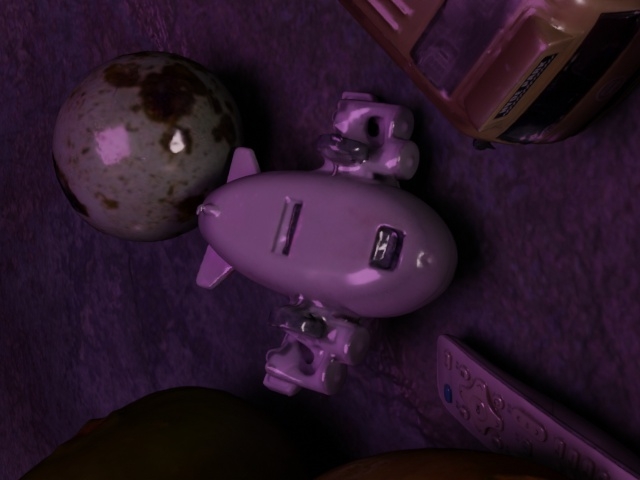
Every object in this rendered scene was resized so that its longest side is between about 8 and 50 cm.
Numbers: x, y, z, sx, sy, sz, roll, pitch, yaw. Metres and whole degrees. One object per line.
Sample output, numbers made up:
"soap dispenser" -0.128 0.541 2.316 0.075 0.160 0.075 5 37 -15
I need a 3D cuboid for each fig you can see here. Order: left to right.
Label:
"fig" -0.117 0.291 0.885 0.316 0.316 0.316 12 106 47

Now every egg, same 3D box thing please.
"egg" -0.162 -0.080 0.944 0.231 0.169 0.169 -32 73 61

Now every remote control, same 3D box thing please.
"remote control" 0.162 0.137 0.712 0.229 0.044 0.073 36 142 47

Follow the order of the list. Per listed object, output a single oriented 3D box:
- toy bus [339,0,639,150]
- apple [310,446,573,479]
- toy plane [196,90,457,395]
"toy bus" 0.077 -0.193 0.632 0.289 0.157 0.139 51 133 14
"apple" 0.058 0.305 0.642 0.339 0.339 0.339 12 106 47
"toy plane" -0.002 -0.001 0.808 0.252 0.118 0.252 -12 70 36
